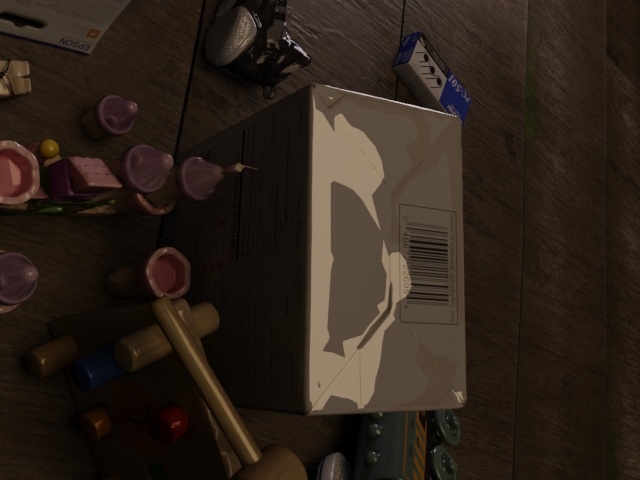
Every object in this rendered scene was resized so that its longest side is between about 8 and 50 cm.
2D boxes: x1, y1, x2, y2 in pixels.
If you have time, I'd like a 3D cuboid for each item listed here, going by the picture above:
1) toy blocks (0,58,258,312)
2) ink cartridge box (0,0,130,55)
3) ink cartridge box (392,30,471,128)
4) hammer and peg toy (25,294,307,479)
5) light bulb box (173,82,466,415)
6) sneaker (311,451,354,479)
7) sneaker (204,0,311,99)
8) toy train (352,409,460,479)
[{"bbox_3d":[-0.263,-0.080,0.885,0.289,0.260,0.309,-1,83,-48],"label":"toy blocks"},{"bbox_3d":[-0.316,-0.324,0.927,0.223,0.224,0.045,5,57,-48],"label":"ink cartridge box"},{"bbox_3d":[0.236,-0.327,1.654,0.207,0.046,0.097,45,53,-33],"label":"ink cartridge box"},{"bbox_3d":[-0.161,0.182,0.864,0.127,0.361,0.266,-24,98,-48],"label":"hammer and peg toy"},{"bbox_3d":[-0.020,0.033,1.011,0.225,0.361,0.357,7,80,-32],"label":"light bulb box"},{"bbox_3d":[-0.009,0.462,1.164,0.126,0.127,0.321,57,21,-31],"label":"sneaker"},{"bbox_3d":[-0.079,-0.355,1.275,0.153,0.101,0.268,39,61,-37],"label":"sneaker"},{"bbox_3d":[0.131,0.351,1.288,0.190,0.142,0.334,49,33,-27],"label":"toy train"}]
